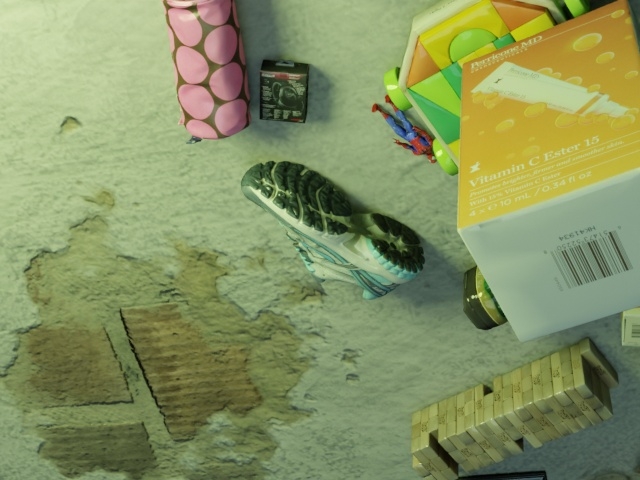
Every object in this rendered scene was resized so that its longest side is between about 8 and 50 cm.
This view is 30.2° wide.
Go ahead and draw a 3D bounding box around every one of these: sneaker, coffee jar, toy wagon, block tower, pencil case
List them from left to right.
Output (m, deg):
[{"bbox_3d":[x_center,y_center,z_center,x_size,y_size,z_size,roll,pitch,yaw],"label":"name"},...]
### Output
[{"bbox_3d":[-0.148,-0.230,1.505,0.098,0.095,0.209,14,129,23],"label":"pencil case"},{"bbox_3d":[0.000,0.000,1.647,0.283,0.110,0.122,31,128,-16],"label":"sneaker"},{"bbox_3d":[0.289,0.270,1.823,0.335,0.097,0.091,-29,119,25],"label":"block tower"},{"bbox_3d":[0.258,-0.172,1.505,0.267,0.068,0.344,-26,119,25],"label":"toy wagon"},{"bbox_3d":[0.286,0.054,1.656,0.184,0.096,0.079,-27,117,26],"label":"coffee jar"}]

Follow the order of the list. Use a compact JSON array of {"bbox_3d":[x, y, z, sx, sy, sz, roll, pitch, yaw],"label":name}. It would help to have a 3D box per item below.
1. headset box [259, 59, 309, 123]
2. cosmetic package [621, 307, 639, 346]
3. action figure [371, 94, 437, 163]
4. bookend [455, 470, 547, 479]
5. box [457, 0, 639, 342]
[{"bbox_3d":[-0.047,-0.198,1.548,0.062,0.032,0.083,5,127,3],"label":"headset box"},{"bbox_3d":[0.439,0.089,1.649,0.041,0.115,0.060,1,126,12],"label":"cosmetic package"},{"bbox_3d":[0.116,-0.142,1.573,0.038,0.030,0.115,-37,117,24],"label":"action figure"},{"bbox_3d":[0.295,0.463,1.928,0.156,0.157,0.072,-6,126,13],"label":"bookend"},{"bbox_3d":[0.282,-0.086,1.306,0.215,0.345,0.168,-20,122,21],"label":"box"}]
